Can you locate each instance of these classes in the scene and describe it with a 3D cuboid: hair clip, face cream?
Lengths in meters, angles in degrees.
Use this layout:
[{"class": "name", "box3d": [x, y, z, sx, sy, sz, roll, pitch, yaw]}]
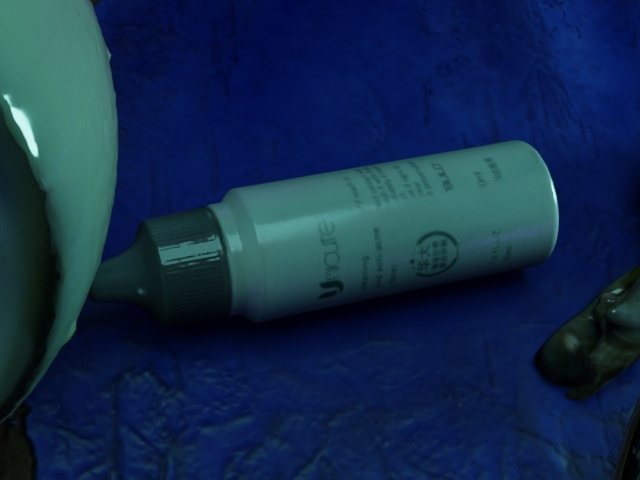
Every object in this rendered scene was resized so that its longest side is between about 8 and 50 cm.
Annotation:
[{"class": "hair clip", "box3d": [0.267, 0.003, 0.953, 0.173, 0.069, 0.300, 42, 59, 18]}, {"class": "face cream", "box3d": [0.000, 0.000, 0.892, 0.311, 0.092, 0.092, -10, 58, -18]}]

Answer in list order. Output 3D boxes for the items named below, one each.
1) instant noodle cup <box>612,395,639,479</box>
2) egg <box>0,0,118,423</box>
[{"class": "instant noodle cup", "box3d": [0.319, 0.175, 0.766, 0.255, 0.244, 0.244, 16, 54, -8]}, {"class": "egg", "box3d": [-0.280, -0.088, 0.766, 0.355, 0.354, 0.340, 9, 33, -4]}]
